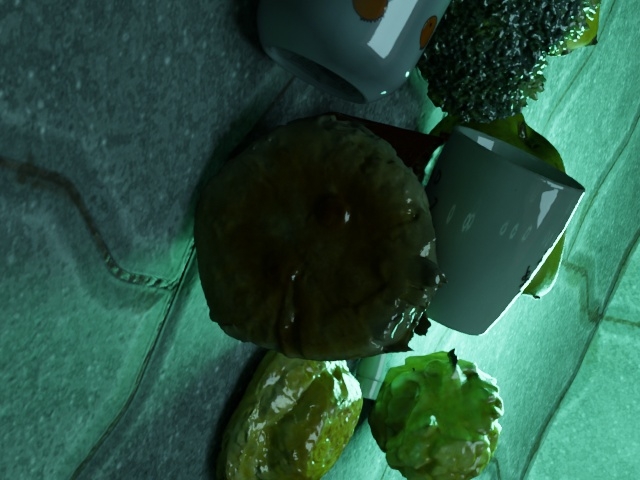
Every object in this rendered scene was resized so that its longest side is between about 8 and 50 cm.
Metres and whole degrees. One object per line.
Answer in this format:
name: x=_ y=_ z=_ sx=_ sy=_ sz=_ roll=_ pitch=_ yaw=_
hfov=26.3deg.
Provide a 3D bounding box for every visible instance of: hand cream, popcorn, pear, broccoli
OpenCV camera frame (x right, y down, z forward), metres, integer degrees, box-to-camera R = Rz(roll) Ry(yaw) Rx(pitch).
hand cream: x=0.106 y=0.168 z=2.321 sx=0.078 sy=0.050 sz=0.205 roll=25 pitch=84 yaw=-62
popcorn: x=0.207 y=0.307 z=2.400 sx=0.249 sy=0.249 sz=0.225 roll=-40 pitch=160 yaw=-42
pear: x=0.255 y=-0.081 z=2.170 sx=0.176 sy=0.286 sz=0.282 roll=6 pitch=107 yaw=-43
broccoli: x=0.276 y=-0.339 z=1.992 sx=0.302 sy=0.249 sz=0.375 roll=-37 pitch=136 yaw=-40

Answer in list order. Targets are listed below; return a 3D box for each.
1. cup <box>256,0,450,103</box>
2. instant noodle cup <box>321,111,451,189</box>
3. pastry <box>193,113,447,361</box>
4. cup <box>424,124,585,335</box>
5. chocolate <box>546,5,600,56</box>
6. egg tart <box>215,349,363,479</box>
cup: x=0.068 y=-0.335 z=1.644 sx=0.317 sy=0.212 sz=0.212 roll=-63 pitch=154 yaw=-5
instant noodle cup: x=0.068 y=-0.059 z=1.894 sx=0.250 sy=0.192 sz=0.250 roll=-44 pitch=147 yaw=-39
pastry: x=0.000 y=0.000 z=1.696 sx=0.136 sy=0.329 sz=0.330 roll=11 pitch=102 yaw=-78
cup: x=0.209 y=-0.017 z=1.814 sx=0.258 sy=0.186 sz=0.234 roll=-75 pitch=-169 yaw=-75
chocolate: x=0.379 y=-0.524 z=2.169 sx=0.162 sy=0.162 sz=0.445 roll=-40 pitch=139 yaw=-43
egg tart: x=-0.027 y=0.277 z=2.071 sx=0.319 sy=0.128 sz=0.319 roll=-46 pitch=150 yaw=-37
